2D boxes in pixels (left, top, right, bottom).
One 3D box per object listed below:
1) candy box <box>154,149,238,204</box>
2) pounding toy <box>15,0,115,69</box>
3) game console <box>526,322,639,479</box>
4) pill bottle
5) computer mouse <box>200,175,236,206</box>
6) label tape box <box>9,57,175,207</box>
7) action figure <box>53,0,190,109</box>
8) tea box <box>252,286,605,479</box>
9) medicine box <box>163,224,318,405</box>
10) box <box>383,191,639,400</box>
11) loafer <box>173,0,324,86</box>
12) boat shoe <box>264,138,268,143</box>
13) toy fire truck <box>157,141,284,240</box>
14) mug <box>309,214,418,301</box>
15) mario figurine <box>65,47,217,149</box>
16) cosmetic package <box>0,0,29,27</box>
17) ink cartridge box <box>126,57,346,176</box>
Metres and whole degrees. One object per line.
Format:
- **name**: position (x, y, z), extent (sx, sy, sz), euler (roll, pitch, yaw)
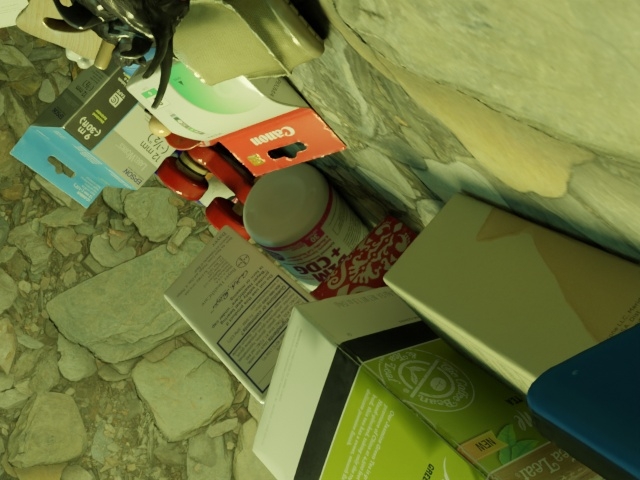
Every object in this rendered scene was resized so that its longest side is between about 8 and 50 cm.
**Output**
- **candy box**: position (-0.213, -0.119, 1.857), extent (0.317, 0.122, 0.268), euler (27, -177, -31)
- **pounding toy**: position (-0.257, -0.265, 0.770), extent (0.154, 0.154, 0.269), euler (32, 152, -24)
- **game console**: position (0.272, 0.120, 0.293), extent (0.173, 0.250, 0.293), euler (70, 167, -14)
- **pill bottle**: position (0.000, 0.000, 1.364), extent (0.160, 0.160, 0.283), euler (37, 174, 41)
- **computer mouse**: position (-0.175, -0.128, 1.610), extent (0.106, 0.193, 0.042), euler (46, 142, 7)
- **label tape box**: position (-0.455, -0.237, 1.673), extent (0.115, 0.347, 0.249), euler (37, 174, 40)
- **action figure**: position (-0.152, -0.238, 0.553), extent (0.275, 0.141, 0.164), euler (56, 175, 9)
- **tea box**: position (0.159, 0.218, 0.880), extent (0.329, 0.220, 0.323), euler (-9, -145, -43)
- **medicine box**: position (-0.049, 0.153, 1.149), extent (0.289, 0.149, 0.263), euler (38, 174, 44)
- **box**: position (0.207, 0.079, 0.662), extent (0.148, 0.121, 0.311), euler (43, 175, -34)
- **loafer**: position (-0.087, -0.190, 0.717), extent (0.102, 0.092, 0.268), euler (44, 174, -32)
- **boat shoe**: position (-0.092, -0.175, 1.100), extent (0.072, 0.068, 0.190), euler (54, 173, -13)
- **toy fire truck**: position (-0.154, -0.135, 1.497), extent (0.302, 0.169, 0.254), euler (41, -166, 10)
- **mug**: position (0.093, 0.063, 1.146), extent (0.150, 0.169, 0.113), euler (38, 174, 30)
- **mario figurine**: position (-0.234, -0.226, 1.049), extent (0.198, 0.170, 0.320), euler (59, -176, 40)
- **cosmetic package**: position (-0.426, -0.381, 0.796), extent (0.385, 0.156, 0.217), euler (157, 99, -84)
- **ink cartridge box**: position (-0.104, -0.153, 0.957), extent (0.181, 0.056, 0.224), euler (-11, 134, 42)
